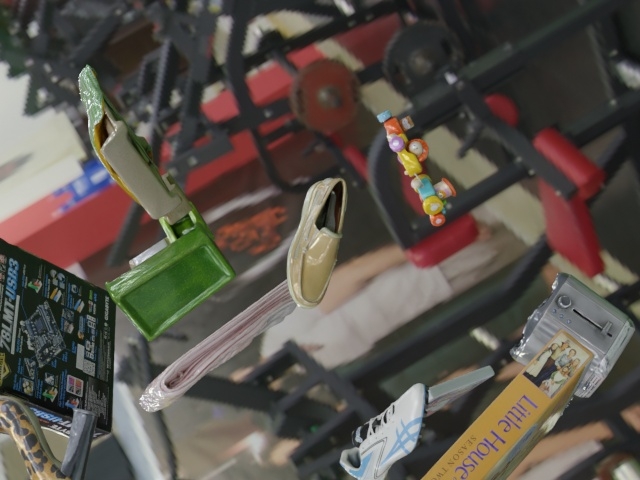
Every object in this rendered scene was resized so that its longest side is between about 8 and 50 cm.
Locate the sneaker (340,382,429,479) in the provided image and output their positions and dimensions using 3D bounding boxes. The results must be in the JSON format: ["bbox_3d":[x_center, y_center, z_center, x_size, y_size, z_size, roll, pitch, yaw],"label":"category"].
[{"bbox_3d":[0.104,0.307,1.866,0.085,0.086,0.237,-81,17,-49],"label":"sneaker"}]

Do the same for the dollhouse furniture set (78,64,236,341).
[{"bbox_3d":[-0.270,-0.050,1.567,0.301,0.151,0.197,57,178,-38],"label":"dollhouse furniture set"}]

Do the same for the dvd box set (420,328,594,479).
[{"bbox_3d":[0.187,0.330,1.566,0.062,0.420,0.307,41,159,18],"label":"dvd box set"}]

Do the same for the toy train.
[{"bbox_3d":[0.130,-0.099,1.524,0.166,0.046,0.125,61,-172,-3],"label":"toy train"}]

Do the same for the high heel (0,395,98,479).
[{"bbox_3d":[-0.491,0.346,1.857,0.093,0.261,0.186,60,-142,-67],"label":"high heel"}]

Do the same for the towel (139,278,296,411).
[{"bbox_3d":[-0.167,0.183,2.021,0.053,0.317,0.332,53,161,3],"label":"towel"}]

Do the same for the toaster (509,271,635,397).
[{"bbox_3d":[0.396,0.158,1.856,0.146,0.129,0.227,34,157,12],"label":"toaster"}]

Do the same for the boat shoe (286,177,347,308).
[{"bbox_3d":[0.000,0.000,1.637,0.072,0.068,0.190,-20,59,59],"label":"boat shoe"}]

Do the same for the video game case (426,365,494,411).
[{"bbox_3d":[0.197,0.295,2.133,0.201,0.183,0.023,-12,-112,-48],"label":"video game case"}]

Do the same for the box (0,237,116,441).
[{"bbox_3d":[-0.495,0.178,2.083,0.293,0.073,0.295,30,-137,-41],"label":"box"}]
